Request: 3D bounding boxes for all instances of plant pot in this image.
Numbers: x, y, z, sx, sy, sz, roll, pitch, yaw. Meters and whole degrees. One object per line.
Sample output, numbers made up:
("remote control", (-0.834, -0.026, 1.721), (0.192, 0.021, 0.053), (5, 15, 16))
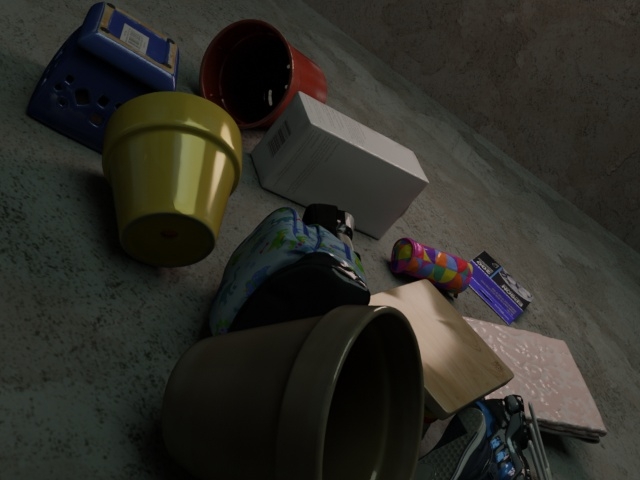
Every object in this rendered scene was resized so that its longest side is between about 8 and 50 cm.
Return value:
("plant pot", (-0.414, -0.325, 1.625), (0.236, 0.212, 0.236), (29, 27, -24))
("plant pot", (-0.264, -0.093, 1.442), (0.254, 0.254, 0.239), (23, 45, -32))
("plant pot", (-0.046, 0.240, 1.088), (0.280, 0.323, 0.323), (2, 9, 28))
("plant pot", (-0.128, -0.405, 2.113), (0.272, 0.272, 0.265), (50, 19, 19))

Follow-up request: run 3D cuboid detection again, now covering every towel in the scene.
("towel", (0.478, 0.318, 1.904), (0.332, 0.053, 0.317), (15, 34, -18))

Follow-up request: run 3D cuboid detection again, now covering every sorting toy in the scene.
("sorting toy", (0.190, 0.210, 1.501), (0.255, 0.089, 0.257), (-11, 53, -51))

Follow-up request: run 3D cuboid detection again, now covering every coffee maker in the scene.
("coffee maker", (0.000, 0.000, 1.765), (0.171, 0.120, 0.178), (28, 27, -21))

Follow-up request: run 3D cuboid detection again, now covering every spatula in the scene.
("spatula", (0.444, 0.455, 1.605), (0.168, 0.019, 0.242), (-61, 136, -60))

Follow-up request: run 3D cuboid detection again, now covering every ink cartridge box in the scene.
("ink cartridge box", (0.502, 0.129, 2.321), (0.206, 0.045, 0.208), (45, 27, 10))

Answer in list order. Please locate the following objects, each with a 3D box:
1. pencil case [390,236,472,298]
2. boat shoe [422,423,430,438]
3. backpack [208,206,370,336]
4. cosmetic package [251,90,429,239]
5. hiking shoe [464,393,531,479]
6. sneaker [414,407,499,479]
("pencil case", (0.281, 0.068, 2.067), (0.236, 0.104, 0.104), (23, 30, -35))
("boat shoe", (0.150, 0.261, 1.576), (0.109, 0.094, 0.302), (21, 31, -34))
("backpack", (-0.051, 0.090, 1.383), (0.273, 0.290, 0.355), (40, 17, 4))
("cosmetic package", (0.052, -0.179, 2.017), (0.385, 0.217, 0.156), (24, 30, -33))
("hiking shoe", (0.334, 0.440, 1.552), (0.113, 0.132, 0.304), (70, 20, -44))
("sneaker", (0.233, 0.428, 1.430), (0.086, 0.163, 0.226), (19, 50, 44))
